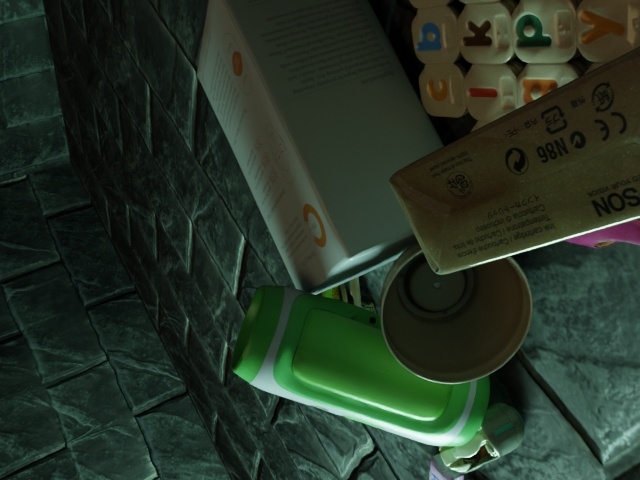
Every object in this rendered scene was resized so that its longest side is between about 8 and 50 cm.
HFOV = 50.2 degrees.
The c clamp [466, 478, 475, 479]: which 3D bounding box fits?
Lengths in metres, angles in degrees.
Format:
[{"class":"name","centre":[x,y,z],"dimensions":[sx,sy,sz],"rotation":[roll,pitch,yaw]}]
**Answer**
[{"class":"c clamp","centre":[0.241,0.410,0.961],"dimensions":[0.137,0.022,0.161],"rotation":[45,146,40]}]

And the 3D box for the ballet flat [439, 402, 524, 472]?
[{"class":"ballet flat","centre":[0.191,0.267,0.897],"dimensions":[0.072,0.068,0.213],"rotation":[58,153,19]}]

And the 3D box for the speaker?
[{"class":"speaker","centre":[0.049,0.153,0.830],"dimensions":[0.131,0.296,0.131],"rotation":[-159,90,-79]}]

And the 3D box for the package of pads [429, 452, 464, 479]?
[{"class":"package of pads","centre":[0.186,0.361,1.020],"dimensions":[0.050,0.032,0.083],"rotation":[44,146,46]}]

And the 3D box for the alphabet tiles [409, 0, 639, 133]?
[{"class":"alphabet tiles","centre":[0.180,-0.191,0.621],"dimensions":[0.278,0.021,0.284],"rotation":[19,126,55]}]

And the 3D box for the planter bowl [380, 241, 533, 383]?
[{"class":"planter bowl","centre":[0.140,0.062,0.766],"dimensions":[0.109,0.162,0.162],"rotation":[-101,-2,-74]}]

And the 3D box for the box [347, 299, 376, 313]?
[{"class":"box","centre":[0.029,0.132,1.122],"dimensions":[0.169,0.059,0.054],"rotation":[-3,105,64]}]

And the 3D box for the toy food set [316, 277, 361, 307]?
[{"class":"toy food set","centre":[0.000,0.092,1.053],"dimensions":[0.192,0.038,0.132],"rotation":[-27,68,62]}]

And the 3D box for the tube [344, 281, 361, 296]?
[{"class":"tube","centre":[0.000,0.000,1.082],"dimensions":[0.080,0.052,0.207],"rotation":[22,142,63]}]

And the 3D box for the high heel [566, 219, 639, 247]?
[{"class":"high heel","centre":[0.275,0.017,0.528],"dimensions":[0.244,0.082,0.117],"rotation":[-4,96,50]}]

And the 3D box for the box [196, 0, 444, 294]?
[{"class":"box","centre":[0.000,-0.132,0.833],"dimensions":[0.345,0.168,0.215],"rotation":[65,160,8]}]

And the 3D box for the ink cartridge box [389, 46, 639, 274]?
[{"class":"ink cartridge box","centre":[0.193,-0.071,0.458],"dimensions":[0.234,0.193,0.088],"rotation":[-24,92,58]}]
